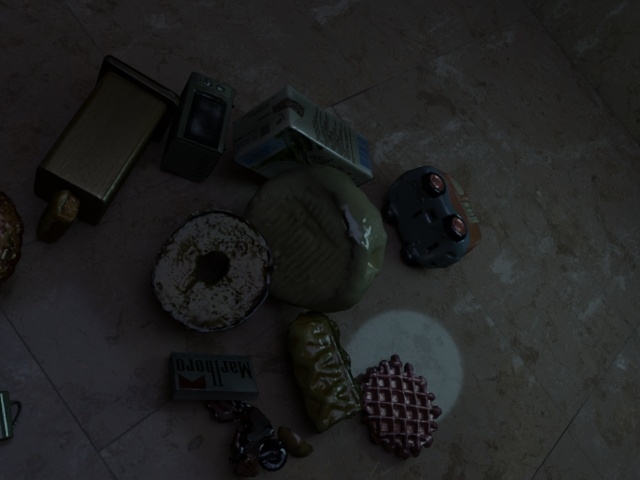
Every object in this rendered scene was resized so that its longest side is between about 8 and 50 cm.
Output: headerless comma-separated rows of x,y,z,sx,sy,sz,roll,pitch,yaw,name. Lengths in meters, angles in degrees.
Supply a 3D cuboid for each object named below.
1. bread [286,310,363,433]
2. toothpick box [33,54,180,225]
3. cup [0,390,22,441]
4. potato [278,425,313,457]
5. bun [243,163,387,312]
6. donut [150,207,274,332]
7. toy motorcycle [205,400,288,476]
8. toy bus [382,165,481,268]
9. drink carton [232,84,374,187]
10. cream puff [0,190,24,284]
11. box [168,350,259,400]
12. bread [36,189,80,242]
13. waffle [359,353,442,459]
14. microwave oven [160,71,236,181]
0.003,0.287,1.418,0.152,0.130,0.268,17,48,-62,bread
-0.474,-0.210,1.376,0.187,0.190,0.308,31,58,-15,toothpick box
-0.578,0.318,1.124,0.054,0.075,0.083,-18,76,3,cup
-0.056,0.444,1.361,0.093,0.037,0.036,39,57,-7,potato
-0.003,-0.004,1.469,0.211,0.359,0.360,-9,69,-58,bun
-0.239,0.068,1.376,0.272,0.107,0.272,3,81,-19,donut
-0.164,0.398,1.295,0.118,0.084,0.212,-30,72,-34,toy motorcycle
0.334,-0.069,1.765,0.232,0.194,0.288,-10,70,-42,toy bus
-0.038,-0.226,1.559,0.324,0.194,0.132,23,51,-45,drink carton
-0.679,0.000,1.157,0.240,0.164,0.240,12,71,-36,cream puff
-0.224,0.283,1.313,0.177,0.036,0.115,8,31,-24,box
-0.540,-0.048,1.281,0.053,0.132,0.074,25,55,-31,bread
0.192,0.403,1.513,0.221,0.055,0.234,-36,87,-37,waffle
-0.291,-0.271,1.518,0.129,0.163,0.205,18,59,-20,microwave oven
